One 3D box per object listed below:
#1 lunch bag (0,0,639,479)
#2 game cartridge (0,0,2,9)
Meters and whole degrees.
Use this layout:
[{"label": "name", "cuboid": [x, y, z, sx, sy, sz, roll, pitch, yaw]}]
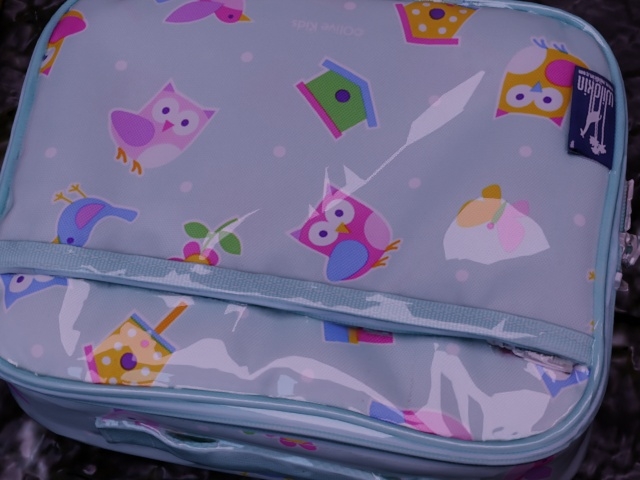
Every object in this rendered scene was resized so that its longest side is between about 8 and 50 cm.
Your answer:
[{"label": "lunch bag", "cuboid": [0.000, 0.000, 0.605, 0.279, 0.108, 0.224, 7, 62, 8]}, {"label": "game cartridge", "cuboid": [-0.318, -0.045, 0.693, 0.285, 0.053, 0.324, 3, 59, 6]}]
